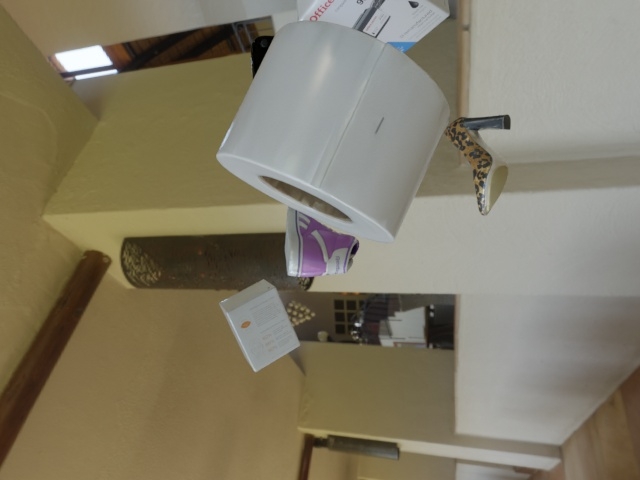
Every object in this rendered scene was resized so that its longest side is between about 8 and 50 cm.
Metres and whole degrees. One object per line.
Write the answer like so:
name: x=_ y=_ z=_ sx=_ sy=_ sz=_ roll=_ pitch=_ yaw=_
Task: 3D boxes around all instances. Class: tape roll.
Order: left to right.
tape roll: x=0.016 y=-0.122 z=0.537 sx=0.169 sy=0.246 sz=0.246 roll=-65 pitch=-21 yaw=-5

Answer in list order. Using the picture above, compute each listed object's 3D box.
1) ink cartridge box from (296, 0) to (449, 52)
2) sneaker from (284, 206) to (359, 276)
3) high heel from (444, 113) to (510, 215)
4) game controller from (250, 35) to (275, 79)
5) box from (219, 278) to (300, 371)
ink cartridge box: x=0.158 y=-0.758 z=1.326 sx=0.394 sy=0.285 sz=0.166 roll=9 pitch=-109 yaw=-33
sneaker: x=0.000 y=0.001 z=0.958 sx=0.282 sy=0.160 sz=0.102 roll=-103 pitch=16 yaw=-61
high heel: x=0.402 y=-0.202 z=1.142 sx=0.093 sy=0.186 sz=0.262 roll=4 pitch=-85 yaw=-37
game controller: x=-0.110 y=-0.428 z=1.229 sx=0.067 sy=0.166 sz=0.320 roll=-166 pitch=71 yaw=-81
box: x=-0.148 y=0.204 z=1.036 sx=0.091 sy=0.130 sz=0.171 roll=16 pitch=130 yaw=64
